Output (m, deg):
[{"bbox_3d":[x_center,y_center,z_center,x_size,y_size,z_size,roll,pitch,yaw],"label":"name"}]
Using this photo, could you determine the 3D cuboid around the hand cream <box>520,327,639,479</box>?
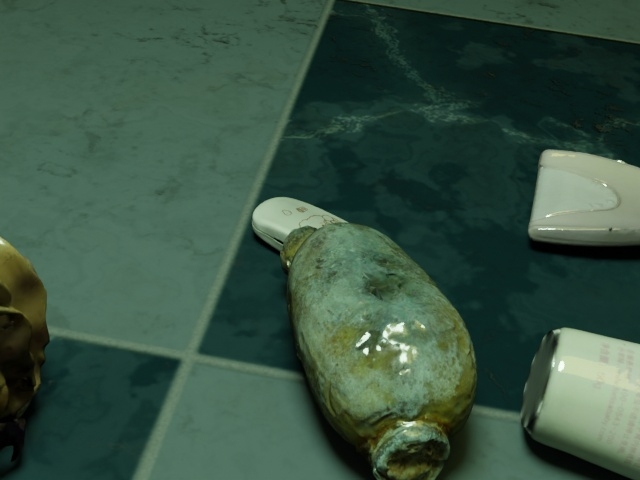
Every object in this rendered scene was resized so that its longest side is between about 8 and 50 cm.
[{"bbox_3d":[0.383,0.189,0.891,0.358,0.118,0.186,17,77,12],"label":"hand cream"}]

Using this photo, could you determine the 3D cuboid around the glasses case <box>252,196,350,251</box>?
[{"bbox_3d":[0.000,0.000,1.132,0.193,0.049,0.074,27,43,26],"label":"glasses case"}]

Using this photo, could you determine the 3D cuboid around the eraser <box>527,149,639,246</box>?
[{"bbox_3d":[0.409,-0.039,1.227,0.243,0.059,0.204,12,38,12],"label":"eraser"}]

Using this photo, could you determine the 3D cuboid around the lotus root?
[{"bbox_3d":[0.051,0.086,0.945,0.175,0.175,0.349,-9,42,-18],"label":"lotus root"}]

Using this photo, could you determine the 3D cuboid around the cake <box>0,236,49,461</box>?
[{"bbox_3d":[-0.398,0.107,0.787,0.321,0.332,0.332,30,34,-20],"label":"cake"}]
